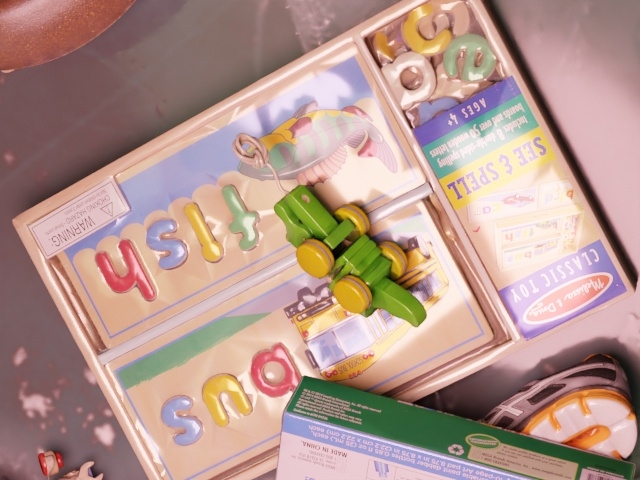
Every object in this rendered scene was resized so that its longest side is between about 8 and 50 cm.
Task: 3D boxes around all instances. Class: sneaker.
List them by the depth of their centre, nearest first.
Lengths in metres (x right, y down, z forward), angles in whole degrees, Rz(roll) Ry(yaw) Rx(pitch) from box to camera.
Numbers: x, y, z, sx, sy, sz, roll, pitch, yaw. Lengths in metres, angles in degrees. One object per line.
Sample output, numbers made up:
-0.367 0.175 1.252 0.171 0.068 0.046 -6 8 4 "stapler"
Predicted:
0.147 0.155 1.217 0.215 0.083 0.084 -29 112 30 "sneaker"

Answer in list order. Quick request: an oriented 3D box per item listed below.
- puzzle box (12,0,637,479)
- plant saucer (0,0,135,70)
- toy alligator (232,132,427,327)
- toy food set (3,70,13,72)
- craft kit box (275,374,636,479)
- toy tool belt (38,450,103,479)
-0.003 0.009 1.243 0.409 0.052 0.272 -28 91 15 "puzzle box"
-0.248 -0.285 1.230 0.311 0.050 0.310 0 89 20 "plant saucer"
0.000 0.000 1.190 0.190 0.056 0.051 44 145 4 "toy alligator"
-0.255 -0.236 1.273 0.132 0.038 0.192 -31 90 15 "toy food set"
0.085 0.238 1.207 0.250 0.061 0.246 15 122 10 "craft kit box"
-0.193 0.204 1.320 0.051 0.052 0.083 -17 98 -17 "toy tool belt"
